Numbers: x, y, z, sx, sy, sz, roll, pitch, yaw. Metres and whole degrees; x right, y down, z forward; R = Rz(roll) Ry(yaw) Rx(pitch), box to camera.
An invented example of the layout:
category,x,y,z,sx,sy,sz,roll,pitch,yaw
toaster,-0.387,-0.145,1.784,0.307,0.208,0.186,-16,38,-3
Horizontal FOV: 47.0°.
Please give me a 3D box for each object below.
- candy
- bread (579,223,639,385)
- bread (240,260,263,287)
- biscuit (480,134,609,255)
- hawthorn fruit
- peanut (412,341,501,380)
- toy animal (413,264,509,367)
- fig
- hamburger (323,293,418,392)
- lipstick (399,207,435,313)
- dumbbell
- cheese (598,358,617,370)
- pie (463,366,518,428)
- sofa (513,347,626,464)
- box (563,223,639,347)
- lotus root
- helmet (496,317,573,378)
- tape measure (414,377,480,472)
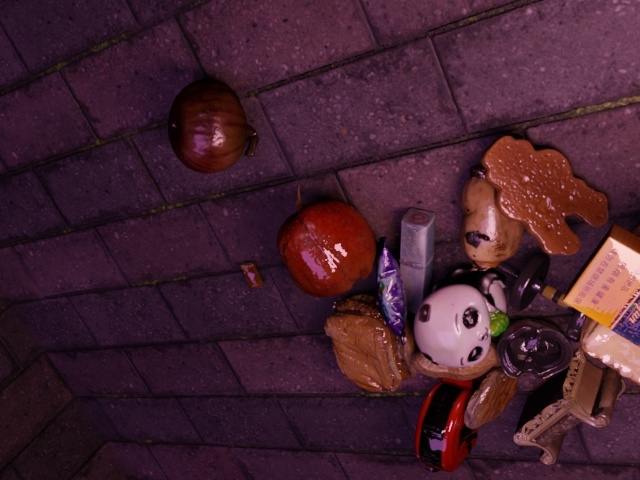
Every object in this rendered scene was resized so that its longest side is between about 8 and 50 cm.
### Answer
category,x,y,z,sx,sy,sz,roll,pitch,yaw
candy,0.176,0.126,1.866,0.070,0.145,0.275,-11,87,-5
bread,0.735,0.131,1.422,0.371,0.390,0.279,35,125,9
bread,-0.205,0.102,2.210,0.047,0.036,0.083,-9,116,27
biscuit,0.470,-0.105,1.575,0.295,0.186,0.044,46,178,-3
hawthorn fruit,0.014,0.019,1.878,0.262,0.258,0.258,25,139,-24
peanut,0.361,0.308,1.928,0.233,0.197,0.110,2,82,28
toy animal,0.347,0.184,1.775,0.213,0.266,0.212,12,122,20
fig,-0.282,-0.288,1.870,0.235,0.214,0.235,43,152,31
hamburger,0.146,0.281,2.048,0.260,0.144,0.283,14,134,38
lipstick,0.245,0.060,1.871,0.076,0.077,0.289,14,129,23
dumbbell,0.538,0.128,1.670,0.326,0.143,0.143,31,135,27
cheese,0.728,0.265,1.652,0.249,0.070,0.163,25,162,47
pie,0.451,0.410,1.933,0.046,0.195,0.195,35,138,35
sofa,0.629,0.430,1.822,0.182,0.200,0.258,37,132,6
box,0.552,0.098,1.228,0.237,0.070,0.152,34,126,14
lotus root,0.382,-0.043,1.658,0.140,0.154,0.256,6,116,38
helmet,0.526,0.255,1.825,0.177,0.107,0.153,-4,118,12
tape measure,0.348,0.505,1.995,0.114,0.260,0.253,11,116,28
